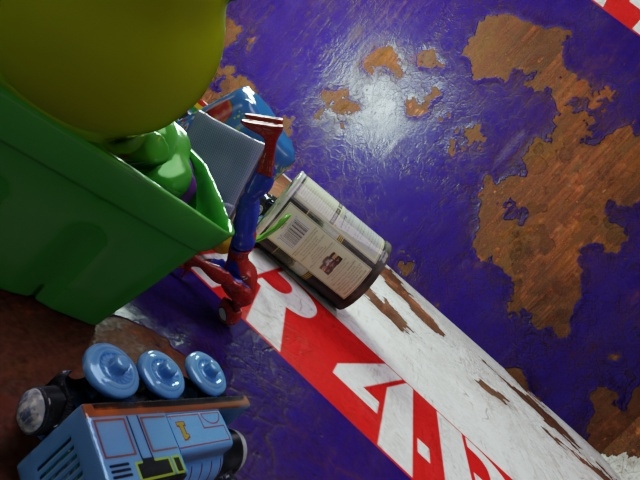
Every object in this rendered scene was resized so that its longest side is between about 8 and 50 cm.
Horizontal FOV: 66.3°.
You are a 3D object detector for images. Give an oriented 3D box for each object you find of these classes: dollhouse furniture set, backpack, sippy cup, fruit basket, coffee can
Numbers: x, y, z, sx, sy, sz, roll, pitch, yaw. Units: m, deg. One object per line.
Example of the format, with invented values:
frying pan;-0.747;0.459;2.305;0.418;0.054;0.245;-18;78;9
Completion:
dollhouse furniture set;-0.214;-0.157;0.724;0.303;0.287;0.198;30;8;3
backpack;-0.133;-0.075;1.355;0.114;0.084;0.105;30;12;-37
sippy cup;-0.177;-0.161;0.930;0.305;0.224;0.240;47;18;-40
fruit basket;-0.214;-0.147;0.406;0.392;0.392;0.283;35;10;-35
coffee can;0.000;0.000;1.155;0.275;0.202;0.201;39;8;-9

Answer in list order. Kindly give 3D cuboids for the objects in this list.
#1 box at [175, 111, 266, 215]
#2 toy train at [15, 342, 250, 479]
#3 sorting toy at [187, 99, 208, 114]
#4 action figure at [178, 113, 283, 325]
box;-0.263;-0.189;1.237;0.270;0.060;0.216;45;-10;26
toy train;-0.120;0.138;0.350;0.105;0.080;0.184;56;12;28
sorting toy;-0.320;-0.312;1.442;0.255;0.089;0.257;41;-11;15
action figure;-0.132;-0.019;0.622;0.138;0.281;0.091;7;20;-5
